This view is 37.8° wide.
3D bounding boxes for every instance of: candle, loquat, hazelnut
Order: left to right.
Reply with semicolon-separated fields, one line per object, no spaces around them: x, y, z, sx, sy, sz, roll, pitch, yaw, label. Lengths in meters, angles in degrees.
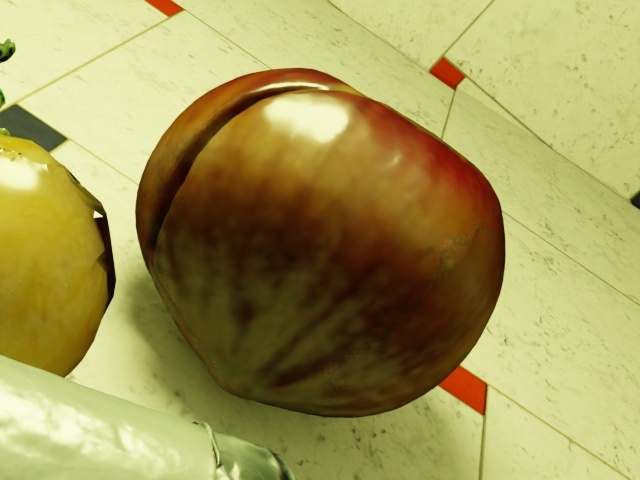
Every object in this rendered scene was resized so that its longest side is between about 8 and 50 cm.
-0.285;0.021;0.766;0.235;0.235;0.235;28;28;-16;loquat
-0.185;0.196;0.603;0.343;0.221;0.221;24;29;-20;candle
0.000;0.000;1.016;0.409;0.359;0.359;24;28;-5;hazelnut

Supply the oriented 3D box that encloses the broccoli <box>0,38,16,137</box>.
-0.357;-0.113;0.950;0.177;0.198;0.275;-2;-5;35;broccoli
